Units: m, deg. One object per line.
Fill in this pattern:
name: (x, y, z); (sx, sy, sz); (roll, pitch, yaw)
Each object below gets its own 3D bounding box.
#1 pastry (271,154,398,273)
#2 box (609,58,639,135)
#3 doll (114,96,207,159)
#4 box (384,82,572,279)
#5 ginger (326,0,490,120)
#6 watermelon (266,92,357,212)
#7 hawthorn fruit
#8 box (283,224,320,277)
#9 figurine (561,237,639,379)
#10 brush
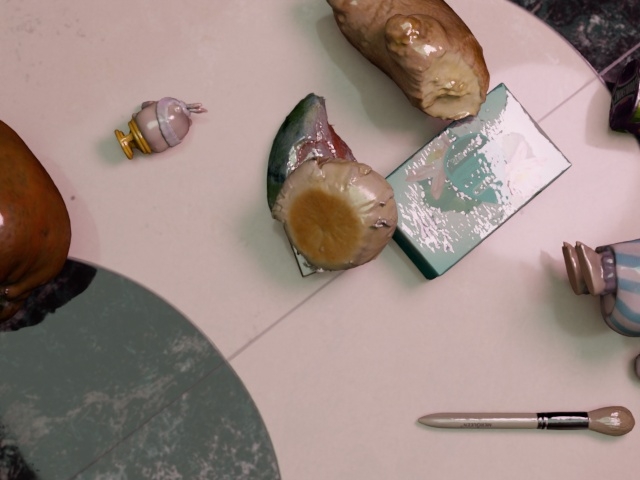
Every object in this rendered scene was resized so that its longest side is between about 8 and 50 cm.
pastry: (0.021, -0.034, 1.461); (0.166, 0.088, 0.166); (8, 111, 21)
box: (0.587, -0.174, 1.537); (0.346, 0.134, 0.097); (10, 83, 0)
doll: (-0.220, -0.166, 1.539); (0.127, 0.073, 0.084); (-27, 54, -2)
box: (0.200, -0.078, 1.532); (0.245, 0.092, 0.153); (-40, 88, -6)
ginger: (0.115, -0.272, 1.481); (0.276, 0.221, 0.130); (39, 109, 9)
watermelon: (0.001, -0.112, 1.542); (0.139, 0.071, 0.187); (17, 84, -5)
hawthorn fruit: (-0.468, -0.043, 1.423); (0.268, 0.268, 0.301); (-25, 73, -4)
box: (0.000, 0.000, 1.545); (0.083, 0.035, 0.079); (-20, 86, -5)
figurine: (0.532, 0.155, 1.443); (0.361, 0.266, 0.377); (-9, 85, 3)
brush: (0.284, 0.245, 1.537); (0.299, 0.039, 0.042); (1, 81, 1)
